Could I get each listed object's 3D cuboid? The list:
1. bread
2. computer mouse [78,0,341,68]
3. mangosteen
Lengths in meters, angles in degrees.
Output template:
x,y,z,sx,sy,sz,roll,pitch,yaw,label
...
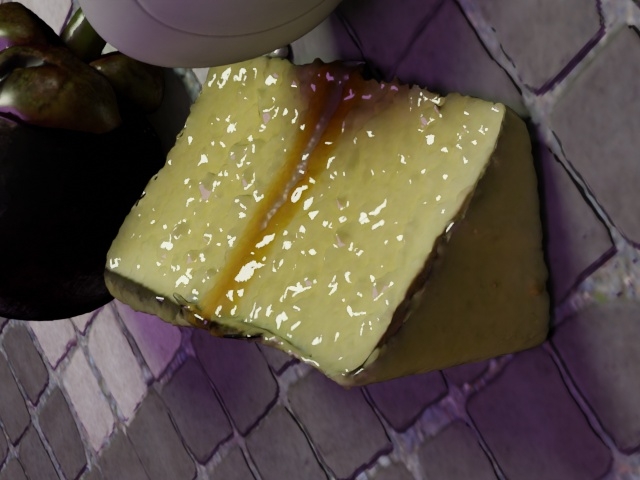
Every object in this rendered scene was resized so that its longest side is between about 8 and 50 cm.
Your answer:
x,y,z,sx,sy,sz,roll,pitch,yaw,label
0.000,0.000,0.777,0.266,0.178,0.142,17,150,53,bread
-0.062,-0.231,0.687,0.121,0.184,0.297,-143,47,-63,computer mouse
-0.193,-0.070,0.945,0.211,0.211,0.250,31,101,43,mangosteen
